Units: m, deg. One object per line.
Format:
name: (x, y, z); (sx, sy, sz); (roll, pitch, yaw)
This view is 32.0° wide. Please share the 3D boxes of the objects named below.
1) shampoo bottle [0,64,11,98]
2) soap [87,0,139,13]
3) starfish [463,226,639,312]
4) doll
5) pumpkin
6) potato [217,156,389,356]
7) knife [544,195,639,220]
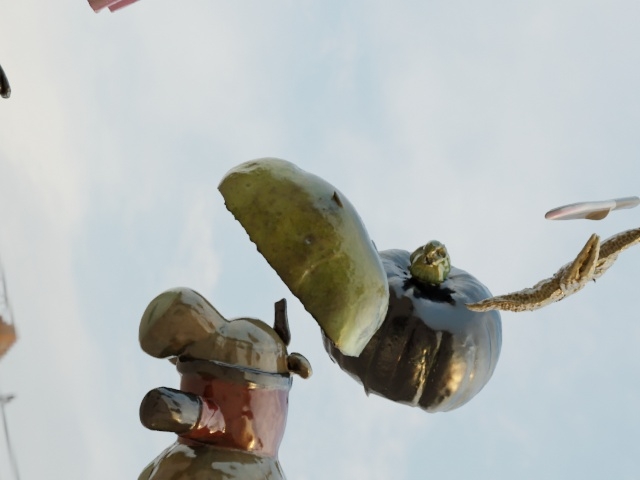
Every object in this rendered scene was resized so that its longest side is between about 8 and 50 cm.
shampoo bottle: (-0.434, -0.099, 1.099); (0.101, 0.284, 0.101); (44, -25, 27)
soap: (-0.124, -0.287, 0.944); (0.203, 0.065, 0.122); (-23, -83, 14)
starfish: (0.316, 0.034, 1.394); (0.277, 0.236, 0.062); (-32, -99, 11)
doll: (-0.098, 0.214, 1.135); (0.235, 0.174, 0.330); (80, 12, -80)
pumpkin: (0.150, 0.109, 1.756); (0.296, 0.296, 0.296); (13, -74, 54)
potato: (0.000, 0.000, 1.292); (0.111, 0.160, 0.271); (-42, -110, 9)
knife: (0.303, -0.032, 1.234); (0.046, 0.256, 0.022); (-17, -95, 32)
